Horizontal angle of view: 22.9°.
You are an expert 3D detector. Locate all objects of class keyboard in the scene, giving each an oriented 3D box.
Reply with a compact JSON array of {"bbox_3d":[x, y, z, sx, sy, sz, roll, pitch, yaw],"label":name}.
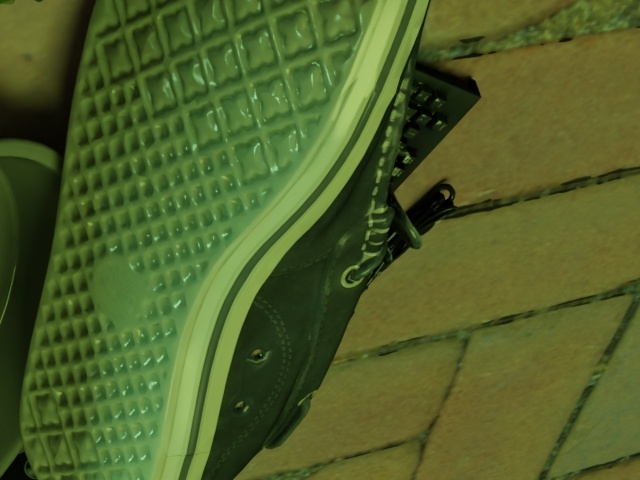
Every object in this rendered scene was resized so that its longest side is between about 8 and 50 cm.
[{"bbox_3d":[0.000,0.000,1.118,0.201,0.033,0.317,12,131,-44],"label":"keyboard"}]

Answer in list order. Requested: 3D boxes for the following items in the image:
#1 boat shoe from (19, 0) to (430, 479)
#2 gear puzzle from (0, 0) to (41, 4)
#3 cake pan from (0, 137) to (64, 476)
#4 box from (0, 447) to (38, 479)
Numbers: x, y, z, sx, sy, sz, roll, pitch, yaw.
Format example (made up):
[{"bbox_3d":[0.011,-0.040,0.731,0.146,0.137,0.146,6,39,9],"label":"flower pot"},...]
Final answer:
[{"bbox_3d":[-0.038,-0.036,0.898,0.156,0.187,0.500,-18,140,-44],"label":"boat shoe"},{"bbox_3d":[-0.146,-0.167,0.745,0.175,0.044,0.339,-5,142,-50],"label":"gear puzzle"},{"bbox_3d":[-0.240,0.067,0.899,0.293,0.054,0.293,-49,155,-32],"label":"cake pan"},{"bbox_3d":[-0.213,0.218,1.138,0.143,0.165,0.270,-16,146,-15],"label":"box"}]
